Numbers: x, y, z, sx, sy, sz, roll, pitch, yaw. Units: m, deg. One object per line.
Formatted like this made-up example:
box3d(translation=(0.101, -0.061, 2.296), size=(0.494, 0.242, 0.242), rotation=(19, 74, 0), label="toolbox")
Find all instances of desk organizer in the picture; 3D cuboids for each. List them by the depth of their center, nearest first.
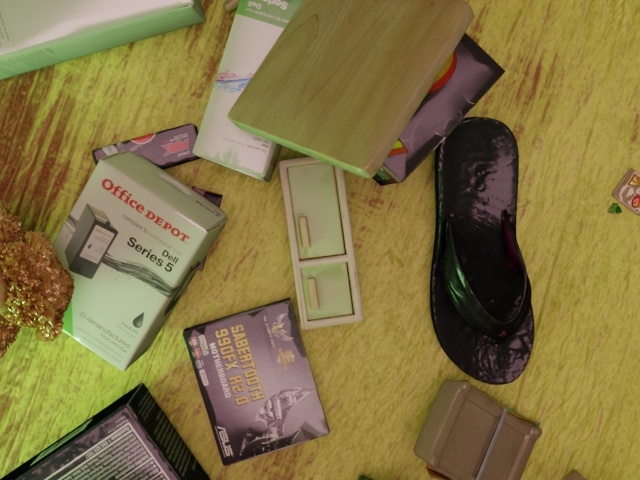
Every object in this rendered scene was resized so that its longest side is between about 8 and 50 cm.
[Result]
box3d(translation=(-0.199, -0.019, 1.516), size=(0.050, 0.047, 0.130), rotation=(15, 92, -5), label="desk organizer")

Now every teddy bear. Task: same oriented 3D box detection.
box3d(translation=(-0.502, 0.053, 1.401), size=(0.113, 0.338, 0.245), rotation=(17, 103, -45), label="teddy bear")

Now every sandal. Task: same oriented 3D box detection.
box3d(translation=(0.255, 0.030, 1.481), size=(0.168, 0.107, 0.445), rotation=(-10, 103, -5), label="sandal")

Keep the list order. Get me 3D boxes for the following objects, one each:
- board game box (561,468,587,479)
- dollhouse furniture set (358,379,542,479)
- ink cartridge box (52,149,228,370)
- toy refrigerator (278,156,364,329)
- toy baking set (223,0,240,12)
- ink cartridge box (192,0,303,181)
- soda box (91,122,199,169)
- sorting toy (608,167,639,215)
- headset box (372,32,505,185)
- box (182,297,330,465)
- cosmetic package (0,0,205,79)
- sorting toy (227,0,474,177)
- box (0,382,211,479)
box3d(translation=(0.337, 0.515, 1.420), size=(0.318, 0.319, 0.066), rotation=(-43, 93, -1), label="board game box")
box3d(translation=(0.200, 0.388, 1.537), size=(0.198, 0.151, 0.301), rotation=(34, 73, -23), label="dollhouse furniture set")
box3d(translation=(-0.300, 0.028, 1.442), size=(0.198, 0.115, 0.272), rotation=(33, 106, 2), label="ink cartridge box")
box3d(translation=(0.000, 0.000, 1.500), size=(0.102, 0.094, 0.269), rotation=(-7, 93, -2), label="toy refrigerator")
box3d(translation=(-0.112, -0.495, 1.508), size=(0.256, 0.030, 0.196), rotation=(-29, 93, -1), label="toy baking set")
box3d(translation=(-0.092, -0.238, 1.433), size=(0.117, 0.201, 0.278), rotation=(18, 92, -1), label="ink cartridge box")
box3d(translation=(-0.276, -0.139, 1.505), size=(0.169, 0.053, 0.060), rotation=(-16, 93, -2), label="soda box")
box3d(translation=(0.517, -0.070, 1.555), size=(0.062, 0.012, 0.083), rotation=(36, 90, -3), label="sorting toy")
box3d(translation=(0.142, -0.195, 1.398), size=(0.110, 0.293, 0.218), rotation=(43, 91, -3), label="headset box")
box3d(translation=(-0.103, 0.228, 1.523), size=(0.183, 0.056, 0.231), rotation=(-16, 93, -1), label="box")
box3d(translation=(-0.381, -0.389, 1.434), size=(0.366, 0.155, 0.196), rotation=(-14, 92, 1), label="cosmetic package")
box3d(translation=(0.049, -0.213, 1.251), size=(0.255, 0.089, 0.257), rotation=(25, 78, 38), label="sorting toy")
box3d(translation=(-0.326, 0.435, 1.459), size=(0.296, 0.183, 0.294), rotation=(-34, 93, -1), label="box")
